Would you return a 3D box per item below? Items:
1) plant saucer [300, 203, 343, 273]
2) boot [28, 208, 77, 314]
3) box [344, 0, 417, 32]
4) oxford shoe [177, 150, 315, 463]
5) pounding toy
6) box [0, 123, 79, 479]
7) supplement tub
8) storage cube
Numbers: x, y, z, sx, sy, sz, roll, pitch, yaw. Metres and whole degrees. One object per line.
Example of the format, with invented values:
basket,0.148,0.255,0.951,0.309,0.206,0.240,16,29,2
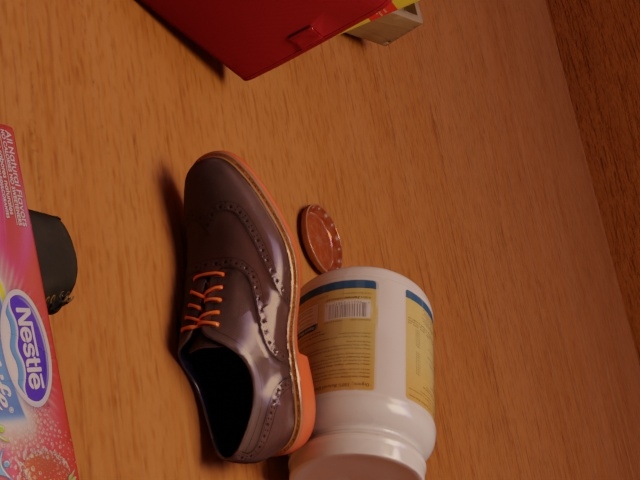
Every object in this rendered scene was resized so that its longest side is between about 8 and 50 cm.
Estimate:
plant saucer,0.000,0.000,1.187,0.083,0.013,0.083,46,35,-46
boot,-0.193,0.055,0.676,0.137,0.077,0.198,27,51,-64
box,0.053,-0.302,1.238,0.058,0.232,0.087,44,36,-46
oxford shoe,-0.074,0.053,0.901,0.098,0.097,0.271,-3,77,-59
pounding toy,0.063,-0.351,1.486,0.130,0.100,0.141,6,65,-48
box,-0.218,0.070,0.537,0.122,0.128,0.257,7,67,-63
supplement tub,0.037,0.141,1.009,0.144,0.144,0.200,49,33,-41
storage cube,-0.066,-0.303,1.027,0.193,0.215,0.184,34,45,-45
